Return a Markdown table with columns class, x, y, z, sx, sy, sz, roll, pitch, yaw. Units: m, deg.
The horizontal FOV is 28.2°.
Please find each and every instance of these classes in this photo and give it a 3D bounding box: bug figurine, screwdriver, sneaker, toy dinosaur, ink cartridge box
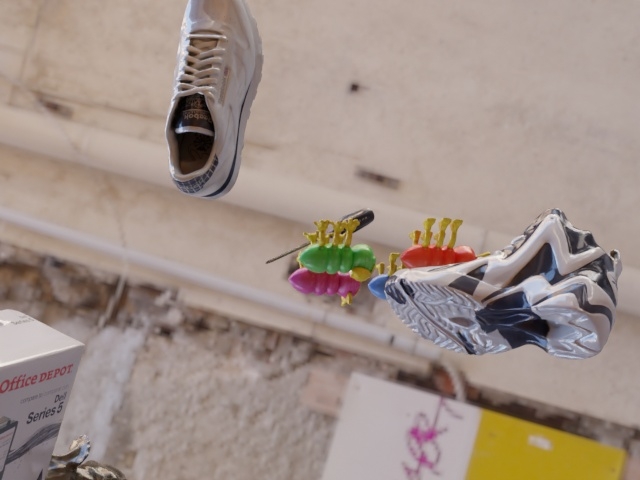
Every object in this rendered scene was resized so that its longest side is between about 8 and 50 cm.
| class | x | y | z | sx | sy | sz | roll | pitch | yaw |
| --- | --- | --- | --- | --- | --- | --- | --- | --- | --- |
| bug figurine | 0.073 | 0.035 | 1.525 | 0.279 | 0.216 | 0.072 | 124 | 150 | -75 |
| screwdriver | 0.000 | 0.000 | 1.526 | 0.170 | 0.024 | 0.025 | -30 | -51 | -32 |
| sneaker | -0.116 | -0.162 | 1.321 | 0.095 | 0.090 | 0.235 | 20 | -109 | -75 |
| toy dinosaur | -0.285 | 0.357 | 1.731 | 0.121 | 0.160 | 0.313 | -37 | -30 | -5 |
| ink cartridge box | -0.405 | 0.235 | 1.491 | 0.198 | 0.114 | 0.273 | -12 | -58 | -70 |
| sneaker | 0.194 | 0.034 | 1.283 | 0.153 | 0.235 | 0.094 | -53 | -49 | -42 |
